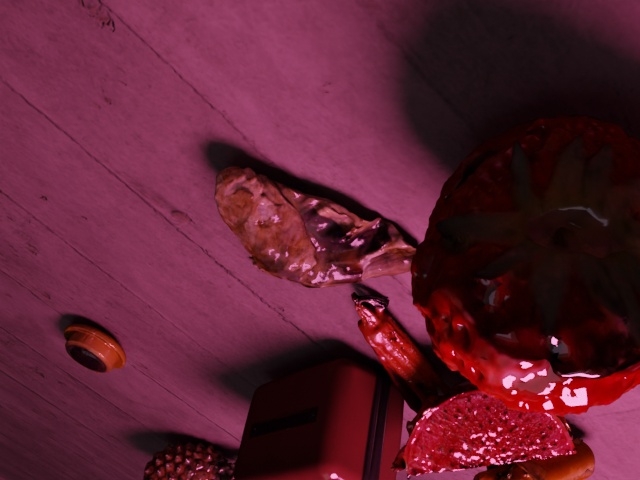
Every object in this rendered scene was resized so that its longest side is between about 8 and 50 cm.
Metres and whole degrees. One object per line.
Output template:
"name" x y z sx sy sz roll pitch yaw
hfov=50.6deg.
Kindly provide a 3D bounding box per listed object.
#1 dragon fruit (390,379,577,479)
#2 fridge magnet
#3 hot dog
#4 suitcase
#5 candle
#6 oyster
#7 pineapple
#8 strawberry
"dragon fruit" 0.236 0.270 1.047 0.274 0.161 0.126 -11 88 8
"fridge magnet" -0.471 0.226 1.404 0.143 0.063 0.143 17 142 13
"hot dog" 0.323 0.356 1.036 0.269 0.072 0.109 -1 157 -39
"suitcase" -0.005 0.342 1.171 0.161 0.236 0.297 31 142 -26
"candle" 0.120 0.180 1.060 0.084 0.059 0.302 -23 124 23
"oyster" 0.000 -0.002 0.902 0.294 0.094 0.166 11 131 6
"pineapple" -0.250 0.556 1.609 0.361 0.175 0.175 -14 129 20
"strawberry" 0.226 0.039 0.694 0.291 0.292 0.310 22 157 3
